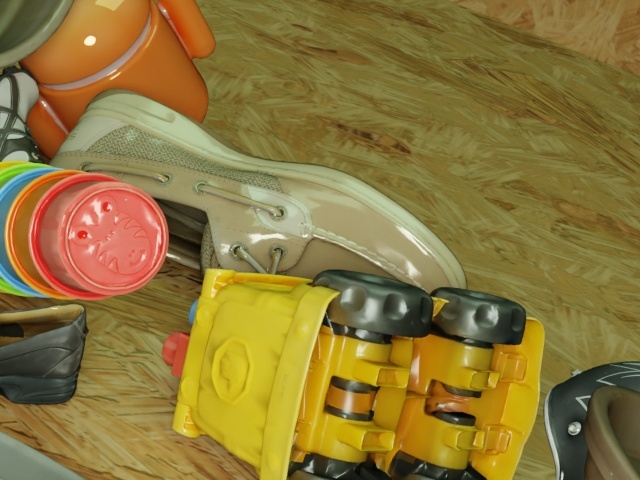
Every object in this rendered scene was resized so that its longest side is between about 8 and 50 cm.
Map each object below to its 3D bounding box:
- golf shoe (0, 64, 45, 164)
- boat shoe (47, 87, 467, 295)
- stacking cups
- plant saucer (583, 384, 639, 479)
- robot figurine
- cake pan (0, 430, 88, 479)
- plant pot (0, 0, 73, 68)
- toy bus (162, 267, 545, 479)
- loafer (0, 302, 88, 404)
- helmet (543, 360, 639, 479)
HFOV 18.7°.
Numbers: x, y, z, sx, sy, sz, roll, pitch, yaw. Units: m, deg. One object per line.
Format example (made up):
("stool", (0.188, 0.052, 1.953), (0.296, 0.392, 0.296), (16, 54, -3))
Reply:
("golf shoe", (-0.252, -0.066, 1.507), (0.094, 0.077, 0.198), (34, 34, -3))
("boat shoe", (-0.054, 0.000, 1.510), (0.341, 0.122, 0.110), (23, 54, 14))
("stacking cups", (-0.158, -0.001, 1.215), (0.096, 0.096, 0.316), (14, -2, -21))
("plant saucer", (0.239, 0.182, 1.015), (0.278, 0.041, 0.278), (37, 14, -11))
("robot figurine", (-0.176, -0.146, 1.648), (0.158, 0.219, 0.128), (-14, 45, 20))
("cake pan", (-0.230, 0.095, 0.937), (0.293, 0.054, 0.293), (25, -5, 2))
("plant pot", (-0.392, -0.255, 1.506), (0.280, 0.323, 0.323), (-13, -6, 37))
("toy bus", (0.007, 0.087, 1.277), (0.220, 0.149, 0.211), (7, 6, -43))
("loafer", (-0.218, 0.062, 1.186), (0.170, 0.061, 0.062), (2, 27, -45))
("helmet", (0.206, 0.161, 1.212), (0.169, 0.162, 0.169), (19, 17, -6))
